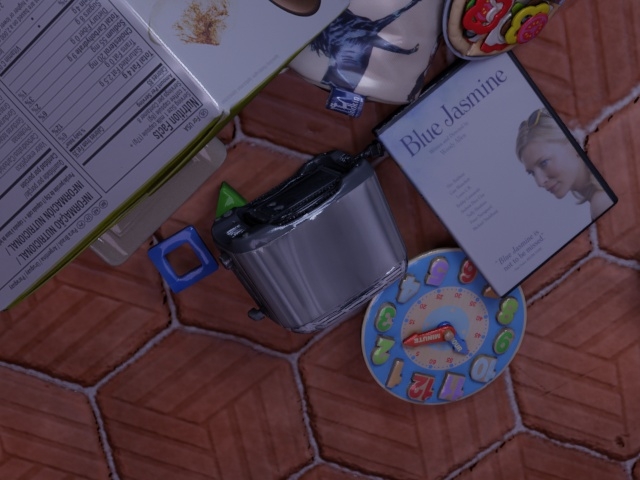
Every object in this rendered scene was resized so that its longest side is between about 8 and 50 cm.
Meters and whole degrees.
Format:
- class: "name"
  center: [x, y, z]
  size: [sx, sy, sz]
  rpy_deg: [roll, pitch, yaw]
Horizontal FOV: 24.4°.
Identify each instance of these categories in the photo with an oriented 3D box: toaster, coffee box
- class: "toaster"
  center: [0.000, 0.000, 1.669]
  size: [0.227, 0.129, 0.146]
  rpy_deg: [-33, 114, -16]
- class: "coffee box"
  center: [-0.235, -0.201, 1.405]
  size: [0.338, 0.337, 0.334]
  rpy_deg: [-39, 96, 32]

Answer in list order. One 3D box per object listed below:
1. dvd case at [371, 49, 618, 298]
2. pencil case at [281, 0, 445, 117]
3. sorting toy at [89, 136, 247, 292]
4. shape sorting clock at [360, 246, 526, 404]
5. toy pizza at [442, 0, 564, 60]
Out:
- class: "dvd case"
  center: [0.201, -0.084, 1.674]
  size: [0.180, 0.022, 0.253]
  rpy_deg: [-39, 106, -2]
- class: "pencil case"
  center: [0.072, -0.338, 1.523]
  size: [0.183, 0.160, 0.410]
  rpy_deg: [-1, 117, -37]
- class: "sorting toy"
  center: [-0.235, -0.096, 1.693]
  size: [0.348, 0.047, 0.196]
  rpy_deg: [42, 103, -14]
- class: "shape sorting clock"
  center: [0.147, 0.104, 1.746]
  size: [0.206, 0.040, 0.206]
  rpy_deg: [-6, 118, -12]
- class: "toy pizza"
  center: [0.213, -0.268, 1.554]
  size: [0.201, 0.032, 0.201]
  rpy_deg: [-29, 147, -21]
